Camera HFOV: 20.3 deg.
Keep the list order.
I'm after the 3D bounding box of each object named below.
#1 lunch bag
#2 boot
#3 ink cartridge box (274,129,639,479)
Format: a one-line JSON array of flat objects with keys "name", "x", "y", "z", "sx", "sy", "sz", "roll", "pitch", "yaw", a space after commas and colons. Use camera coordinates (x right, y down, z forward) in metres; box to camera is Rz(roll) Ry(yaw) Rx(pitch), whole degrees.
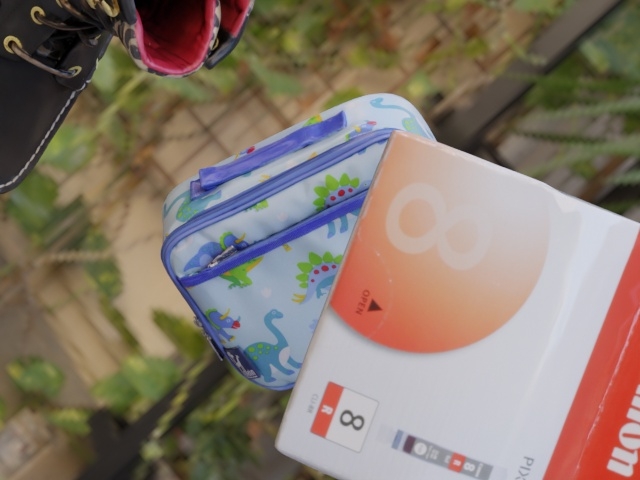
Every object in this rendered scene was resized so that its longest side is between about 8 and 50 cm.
[{"name": "lunch bag", "x": 0.000, "y": 0.000, "z": 1.320, "sx": 0.176, "sy": 0.219, "sz": 0.090, "roll": 60, "pitch": 11, "yaw": -31}, {"name": "boot", "x": -0.188, "y": -0.185, "z": 1.465, "sx": 0.138, "sy": 0.377, "sz": 0.284, "roll": 25, "pitch": 4, "yaw": -35}, {"name": "ink cartridge box", "x": 0.087, "y": 0.053, "z": 0.726, "sx": 0.179, "sy": 0.145, "sz": 0.045, "roll": 22, "pitch": 5, "yaw": 17}]
